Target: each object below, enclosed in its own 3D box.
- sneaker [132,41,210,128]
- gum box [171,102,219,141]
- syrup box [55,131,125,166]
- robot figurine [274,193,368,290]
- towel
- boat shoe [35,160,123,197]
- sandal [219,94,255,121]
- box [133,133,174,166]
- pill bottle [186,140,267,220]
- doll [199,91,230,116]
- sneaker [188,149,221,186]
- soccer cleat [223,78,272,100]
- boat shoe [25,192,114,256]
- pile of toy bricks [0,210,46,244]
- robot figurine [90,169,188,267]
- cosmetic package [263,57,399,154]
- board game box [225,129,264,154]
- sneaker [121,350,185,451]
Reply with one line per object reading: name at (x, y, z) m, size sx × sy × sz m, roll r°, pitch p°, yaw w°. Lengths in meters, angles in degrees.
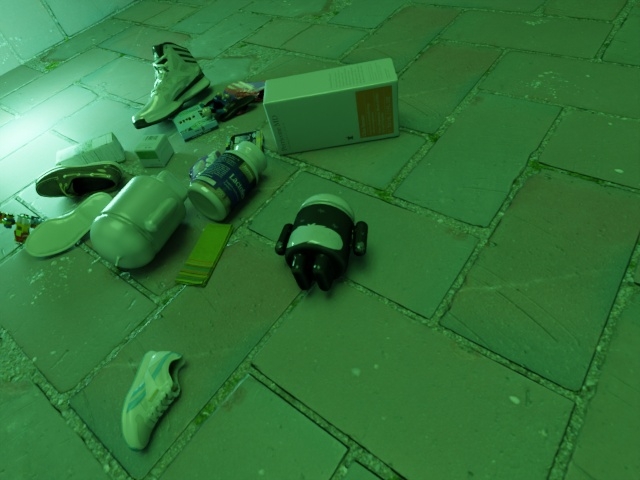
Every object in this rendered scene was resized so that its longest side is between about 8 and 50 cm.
sneaker at (-0.701, -0.689, 1.810) m, size 0.169 × 0.258 × 0.448 m, roll 2°, pitch 45°, yaw 38°
gum box at (-0.539, -0.508, 1.782) m, size 0.156 × 0.041 × 0.184 m, roll -27°, pitch 50°, yaw -11°
syrup box at (-0.930, -0.340, 1.689) m, size 0.236 × 0.096 × 0.093 m, roll -24°, pitch 47°, yaw -8°
robot figurine at (0.002, 0.001, 1.138) m, size 0.209 × 0.173 × 0.278 m, roll 24°, pitch 51°, yaw -13°
towel at (-0.355, 0.037, 1.284) m, size 0.102 × 0.021 × 0.237 m, roll 6°, pitch 51°, yaw 16°
boat shoe at (-0.916, -0.216, 1.570) m, size 0.324 × 0.117 × 0.097 m, roll -11°, pitch 45°, yaw -5°
sandal at (-0.354, -0.564, 1.797) m, size 0.179 × 0.040 × 0.067 m, roll -36°, pitch 45°, yaw 0°
box at (-0.655, -0.354, 1.645) m, size 0.101 × 0.087 × 0.102 m, roll 1°, pitch 51°, yaw 14°
pill bottle at (-0.303, -0.204, 1.392) m, size 0.153 × 0.153 × 0.265 m, roll 20°, pitch 57°, yaw 27°
doll at (-0.455, -0.574, 1.775) m, size 0.129 × 0.046 × 0.189 m, roll 14°, pitch 41°, yaw 3°
sneaker at (-0.425, -0.226, 1.487) m, size 0.104 × 0.095 × 0.236 m, roll -5°, pitch 44°, yaw 17°
soccer cleat at (-0.309, -0.649, 1.830) m, size 0.247 × 0.083 × 0.095 m, roll -6°, pitch 53°, yaw 4°
boat shoe at (-0.851, -0.051, 1.445) m, size 0.319 × 0.116 × 0.099 m, roll -38°, pitch 9°, yaw -11°
pile of toy bricks at (-1.045, -0.035, 1.458) m, size 0.212 × 0.118 × 0.105 m, roll 13°, pitch 92°, yaw 29°
robot figurine at (-0.560, -0.059, 1.294) m, size 0.299 × 0.200 × 0.354 m, roll -12°, pitch 41°, yaw 41°
cosmetic package at (0.045, -0.474, 1.496) m, size 0.452 × 0.230 × 0.162 m, roll -8°, pitch 49°, yaw 7°
board game box at (-0.286, -0.341, 1.577) m, size 0.141 × 0.048 × 0.170 m, roll -8°, pitch 48°, yaw 3°
sneaker at (-0.386, 0.363, 0.968) m, size 0.092 × 0.087 × 0.229 m, roll -3°, pitch 51°, yaw 8°
